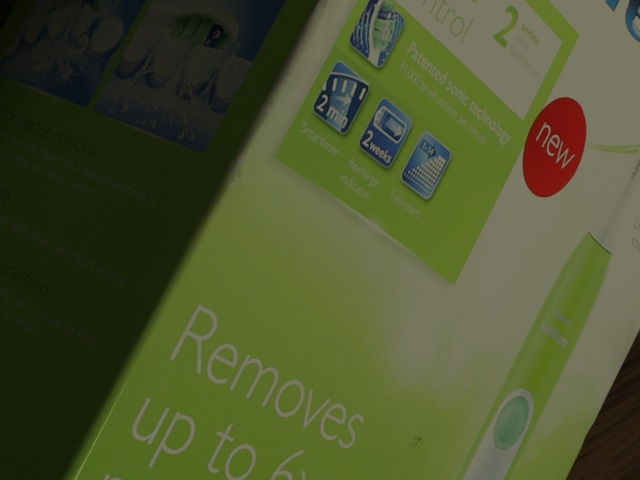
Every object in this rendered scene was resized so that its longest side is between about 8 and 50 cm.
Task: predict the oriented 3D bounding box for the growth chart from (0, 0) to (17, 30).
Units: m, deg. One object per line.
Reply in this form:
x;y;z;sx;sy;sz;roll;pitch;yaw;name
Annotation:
-0.043;-0.062;0.493;0.237;0.021;0.172;9;105;-45;growth chart

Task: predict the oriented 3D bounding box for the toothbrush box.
0.000;0.000;0.452;0.206;0.122;0.283;36;79;-48;toothbrush box
